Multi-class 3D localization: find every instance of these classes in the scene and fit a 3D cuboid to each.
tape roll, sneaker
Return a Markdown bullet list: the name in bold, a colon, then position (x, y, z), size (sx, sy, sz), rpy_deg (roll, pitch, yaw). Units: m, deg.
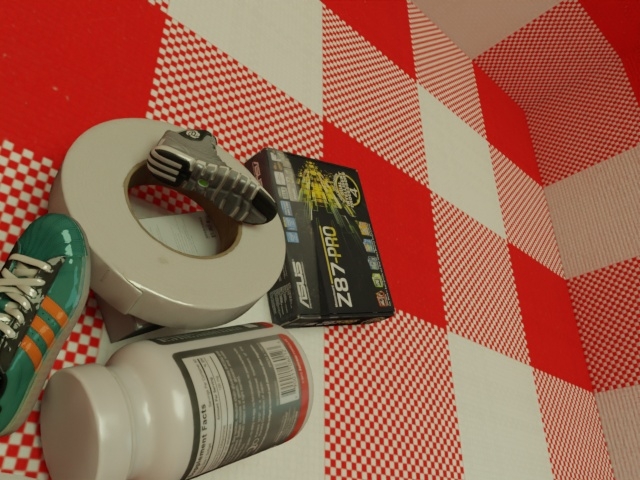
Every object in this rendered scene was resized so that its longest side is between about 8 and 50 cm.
- **tape roll**: position (-0.236, -0.036, 0.928), size (0.392, 0.072, 0.392), rpy_deg (27, 40, -25)
- **sneaker**: position (-0.382, 0.104, 0.694), size (0.121, 0.108, 0.302), rpy_deg (62, 44, -80)
- **sneaker**: position (-0.168, -0.124, 0.952), size (0.228, 0.086, 0.132), rpy_deg (28, 36, -21)

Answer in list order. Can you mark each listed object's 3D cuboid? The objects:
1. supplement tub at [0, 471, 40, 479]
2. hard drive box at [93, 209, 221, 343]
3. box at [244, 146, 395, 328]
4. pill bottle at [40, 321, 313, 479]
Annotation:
- **supplement tub**: position (-0.395, 0.384, 0.559), size (0.191, 0.191, 0.272), rpy_deg (27, 50, -36)
- **hard drive box**: position (-0.268, 0.053, 0.975), size (0.232, 0.089, 0.181), rpy_deg (-11, 77, -51)
- **box**: position (0.000, 0.000, 1.302), size (0.318, 0.097, 0.395), rpy_deg (6, 65, -43)
- **pill bottle**: position (-0.200, 0.244, 0.844), size (0.363, 0.210, 0.210), rpy_deg (0, 69, -48)
